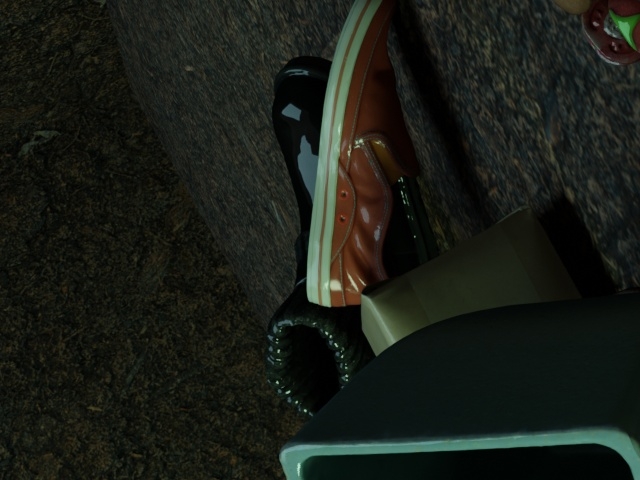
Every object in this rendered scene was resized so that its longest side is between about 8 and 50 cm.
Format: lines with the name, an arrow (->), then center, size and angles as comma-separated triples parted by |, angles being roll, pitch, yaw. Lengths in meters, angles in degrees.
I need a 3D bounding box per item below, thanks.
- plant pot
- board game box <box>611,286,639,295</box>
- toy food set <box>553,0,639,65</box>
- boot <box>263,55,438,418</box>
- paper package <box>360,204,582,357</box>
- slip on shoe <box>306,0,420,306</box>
plant pot -> 0.165, 0.162, 1.023 | 0.247, 0.252, 0.247 | -8, 116, 32
board game box -> 0.314, 0.166, 1.137 | 0.281, 0.027, 0.145 | 64, 168, -2
toy food set -> 0.184, -0.150, 0.879 | 0.128, 0.071, 0.218 | 66, 170, -13
boot -> 0.004, 0.001, 1.608 | 0.131, 0.260, 0.348 | -5, 124, 39
paper package -> 0.180, 0.165, 1.343 | 0.325, 0.168, 0.309 | 61, 176, 9
slip on shoe -> 0.050, -0.092, 1.452 | 0.123, 0.101, 0.331 | -60, -25, -76
